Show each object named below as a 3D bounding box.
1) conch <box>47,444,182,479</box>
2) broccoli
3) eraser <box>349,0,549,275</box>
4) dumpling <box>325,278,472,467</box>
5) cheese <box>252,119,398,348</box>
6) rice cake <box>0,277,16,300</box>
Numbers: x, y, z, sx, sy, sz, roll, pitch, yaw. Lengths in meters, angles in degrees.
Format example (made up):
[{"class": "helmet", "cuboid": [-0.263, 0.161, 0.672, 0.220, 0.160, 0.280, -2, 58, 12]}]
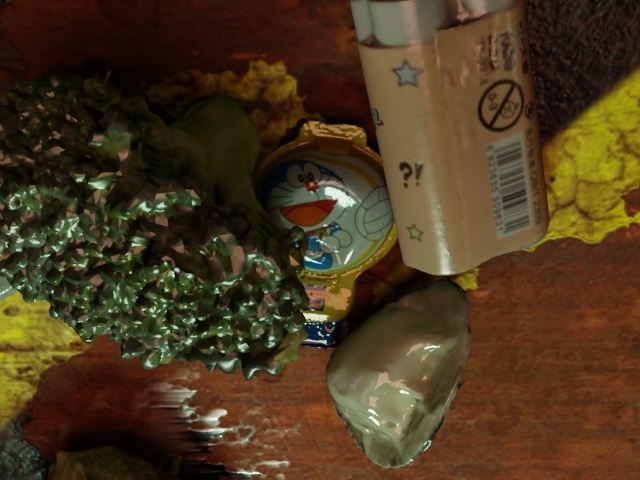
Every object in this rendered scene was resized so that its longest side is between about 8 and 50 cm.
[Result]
[{"class": "conch", "cuboid": [-0.223, 0.413, 1.176, 0.352, 0.210, 0.297, 23, 130, -11]}, {"class": "broccoli", "cuboid": [-0.156, -0.003, 0.879, 0.324, 0.272, 0.334, 63, 148, 10]}, {"class": "eraser", "cuboid": [0.141, -0.120, 0.941, 0.171, 0.087, 0.291, -21, 119, -12]}, {"class": "dumpling", "cuboid": [0.089, 0.156, 1.042, 0.142, 0.173, 0.247, 8, 132, -31]}, {"class": "cheese", "cuboid": [0.000, 0.000, 1.021, 0.176, 0.069, 0.270, 6, 118, -4]}, {"class": "rice cake", "cuboid": [-0.359, 0.006, 1.032, 0.237, 0.043, 0.127, -29, 116, 12]}]
